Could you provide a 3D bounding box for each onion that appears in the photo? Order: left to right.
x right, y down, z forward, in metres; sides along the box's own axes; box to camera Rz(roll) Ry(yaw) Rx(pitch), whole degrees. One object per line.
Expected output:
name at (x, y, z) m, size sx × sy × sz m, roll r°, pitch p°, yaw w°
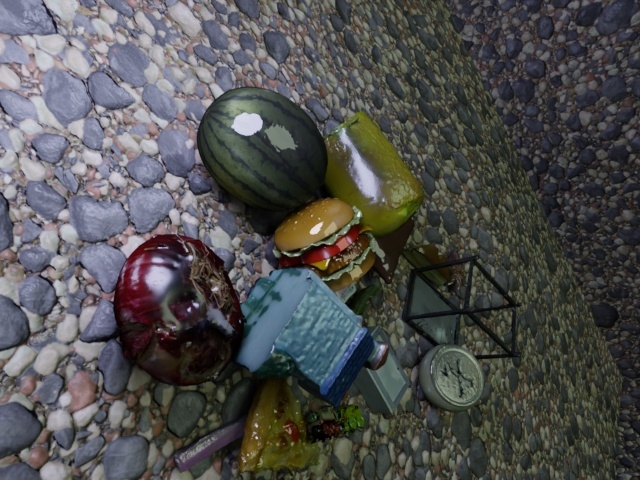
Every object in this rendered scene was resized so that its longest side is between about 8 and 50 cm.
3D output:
onion at (-0.285, 0.143, 0.922) m, size 0.314 × 0.232 × 0.314 m, roll 55°, pitch 22°, yaw -34°

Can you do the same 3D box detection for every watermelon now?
watermelon at (-0.131, -0.217, 1.148) m, size 0.359 × 0.278 × 0.279 m, roll 38°, pitch 52°, yaw -34°

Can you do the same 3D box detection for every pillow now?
pillow at (0.179, -0.054, 1.526) m, size 0.308 × 0.108 × 0.305 m, roll 45°, pitch 50°, yaw -18°

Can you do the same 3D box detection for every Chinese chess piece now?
Chinese chess piece at (0.448, 0.469, 1.582) m, size 0.237 × 0.092 × 0.238 m, roll 7°, pitch 63°, yaw -15°

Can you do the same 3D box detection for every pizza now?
pizza at (-0.070, 0.460, 1.108) m, size 0.288 × 0.075 × 0.280 m, roll 50°, pitch 34°, yaw -34°

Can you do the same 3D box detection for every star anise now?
star anise at (0.539, 0.137, 1.869) m, size 0.208 × 0.063 × 0.172 m, roll -35°, pitch 106°, yaw -49°

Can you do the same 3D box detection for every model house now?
model house at (-0.016, 0.249, 1.074) m, size 0.329 × 0.294 × 0.252 m, roll 38°, pitch 68°, yaw -23°

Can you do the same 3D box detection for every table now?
table at (0.515, 0.254, 1.646) m, size 0.335 × 0.272 × 0.222 m, roll 40°, pitch 51°, yaw -29°

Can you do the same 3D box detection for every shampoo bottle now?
shampoo bottle at (0.061, 0.155, 1.387) m, size 0.099 × 0.043 × 0.072 m, roll -43°, pitch 107°, yaw -43°

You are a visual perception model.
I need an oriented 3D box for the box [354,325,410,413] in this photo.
box at (0.167, 0.389, 1.384) m, size 0.129 × 0.086 × 0.225 m, roll -41°, pitch 107°, yaw -44°

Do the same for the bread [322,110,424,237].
bread at (0.141, -0.192, 1.376) m, size 0.251 × 0.208 × 0.377 m, roll -23°, pitch 74°, yaw -25°

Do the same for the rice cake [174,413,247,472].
rice cake at (-0.227, 0.438, 1.005) m, size 0.206 × 0.036 × 0.047 m, roll -11°, pitch 80°, yaw -47°

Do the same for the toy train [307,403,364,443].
toy train at (0.040, 0.474, 1.199) m, size 0.249 × 0.053 × 0.085 m, roll 24°, pitch 38°, yaw -57°

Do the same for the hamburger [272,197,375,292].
hamburger at (0.000, 0.000, 1.216) m, size 0.274 × 0.274 × 0.212 m, roll -44°, pitch 113°, yaw -44°

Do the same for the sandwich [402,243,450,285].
sandwich at (0.409, 0.072, 1.733) m, size 0.244 × 0.090 × 0.088 m, roll 42°, pitch 53°, yaw -28°

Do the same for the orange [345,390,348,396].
orange at (0.036, 0.404, 1.252) m, size 0.083 × 0.083 × 0.084 m, roll 17°, pitch 65°, yaw -41°

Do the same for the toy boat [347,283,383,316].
toy boat at (0.101, 0.231, 1.370) m, size 0.055 × 0.093 × 0.293 m, roll 41°, pitch 48°, yaw -5°
